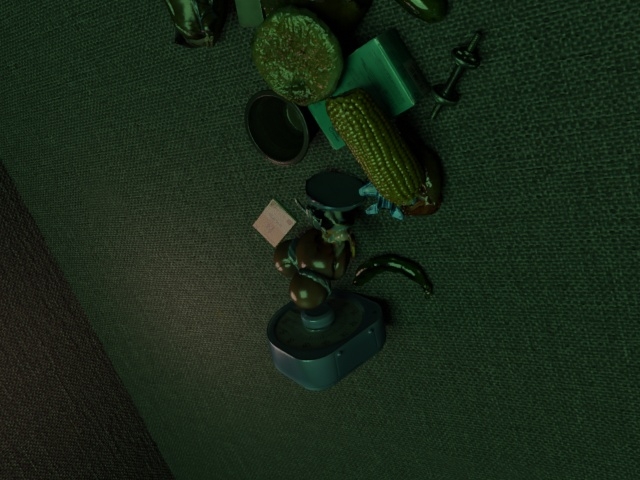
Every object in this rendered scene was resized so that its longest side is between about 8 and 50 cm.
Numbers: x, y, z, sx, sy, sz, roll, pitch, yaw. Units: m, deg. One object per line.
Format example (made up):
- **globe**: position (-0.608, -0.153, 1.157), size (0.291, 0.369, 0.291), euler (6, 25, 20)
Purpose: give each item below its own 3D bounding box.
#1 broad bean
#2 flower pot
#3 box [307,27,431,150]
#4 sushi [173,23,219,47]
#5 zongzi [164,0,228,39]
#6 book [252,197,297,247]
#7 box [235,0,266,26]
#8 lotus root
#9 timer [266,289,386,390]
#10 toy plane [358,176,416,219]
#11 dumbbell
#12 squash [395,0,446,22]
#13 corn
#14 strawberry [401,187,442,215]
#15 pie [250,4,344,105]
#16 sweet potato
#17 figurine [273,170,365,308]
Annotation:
- **broad bean**: position (0.219, 0.111, 2.109), size (0.292, 0.049, 0.144), euler (7, 124, 32)
- **flower pot**: position (-0.090, -0.354, 1.942), size (0.235, 0.148, 0.235), euler (21, 129, 28)
- **box**: position (0.116, -0.407, 1.781), size (0.311, 0.118, 0.205), euler (-25, 100, 43)
- **sushi**: position (-0.358, -0.708, 1.933), size (0.109, 0.134, 0.272), euler (8, 107, 13)
- **zongzi**: position (-0.437, -0.732, 1.772), size (0.393, 0.174, 0.356), euler (2, 112, -4)
- **book**: position (-0.161, -0.061, 2.289), size (0.118, 0.012, 0.172), euler (45, 135, 3)
- **box**: position (-0.170, -0.709, 1.771), size (0.086, 0.129, 0.225), euler (10, 125, 31)
- **lotus root**: position (-0.011, -0.621, 1.711), size (0.260, 0.149, 0.267), euler (8, 126, 32)
- **timer**: position (-0.007, 0.298, 2.182), size (0.395, 0.395, 0.173), euler (7, 124, 32)
- **toy plane**: position (0.201, -0.186, 1.885), size (0.169, 0.078, 0.246), euler (9, 98, 10)
- **dumbbell**: position (0.339, -0.412, 1.646), size (0.082, 0.081, 0.254), euler (36, 132, 10)
- **squash**: position (0.174, -0.648, 1.601), size (0.331, 0.087, 0.087), euler (42, 135, 7)
- **corn**: position (0.152, -0.245, 1.711), size (0.144, 0.144, 0.387), euler (-5, 134, 38)
- **strawberry**: position (0.291, -0.112, 1.908), size (0.152, 0.048, 0.104), euler (-36, 92, 41)
- **pie**: position (-0.058, -0.486, 1.713), size (0.277, 0.078, 0.277), euler (17, 133, 19)
- **sweet potato**: position (0.288, -0.222, 1.822), size (0.075, 0.075, 0.269), euler (-21, 97, 42)
- **figurine**: position (0.001, 0.001, 2.058), size (0.276, 0.248, 0.388), euler (-117, 25, -43)
